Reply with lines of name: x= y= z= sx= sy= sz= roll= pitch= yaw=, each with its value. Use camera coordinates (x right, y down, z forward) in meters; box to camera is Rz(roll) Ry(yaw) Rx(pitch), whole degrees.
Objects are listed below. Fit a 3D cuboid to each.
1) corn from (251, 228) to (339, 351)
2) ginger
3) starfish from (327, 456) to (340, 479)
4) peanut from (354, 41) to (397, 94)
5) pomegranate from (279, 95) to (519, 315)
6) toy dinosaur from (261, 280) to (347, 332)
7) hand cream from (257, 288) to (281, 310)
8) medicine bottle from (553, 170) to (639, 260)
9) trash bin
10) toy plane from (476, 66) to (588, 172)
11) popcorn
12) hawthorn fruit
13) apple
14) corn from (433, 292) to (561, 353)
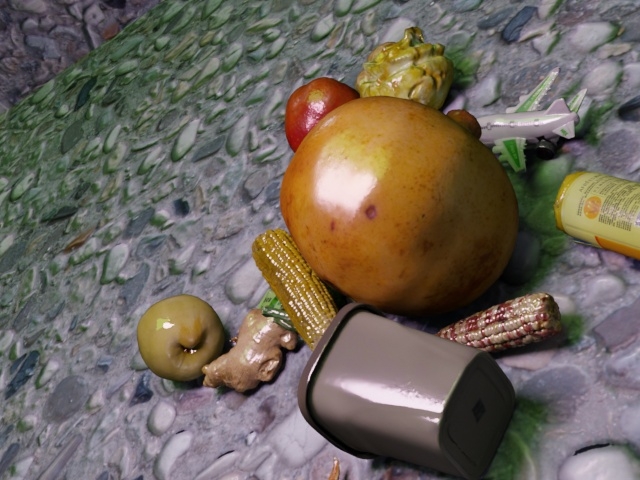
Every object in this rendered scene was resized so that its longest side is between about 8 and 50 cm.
corn: x=-0.041 y=0.085 z=1.658 sx=0.097 sy=0.097 sz=0.320 roll=-40 pitch=46 yaw=7
ginger: x=-0.142 y=0.233 z=1.804 sx=0.213 sy=0.074 sz=0.137 roll=-47 pitch=52 yaw=0
starfish: x=-0.037 y=0.489 z=1.422 sx=0.293 sy=0.084 sz=0.301 roll=-38 pitch=30 yaw=12
peanut: x=0.145 y=-0.410 z=2.200 sx=0.089 sy=0.089 sz=0.192 roll=-6 pitch=50 yaw=43
pomegranate: x=0.142 y=-0.063 z=1.575 sx=0.417 sy=0.416 sz=0.416 roll=-28 pitch=37 yaw=23
toy dinosaur: x=0.054 y=0.158 z=1.704 sx=0.301 sy=0.087 sz=0.447 roll=17 pitch=42 yaw=20
hand cream: x=-0.077 y=0.145 z=1.866 sx=0.175 sy=0.046 sz=0.095 roll=5 pitch=60 yaw=48
medicine bottle: x=0.475 y=-0.036 z=1.419 sx=0.124 sy=0.124 sz=0.239 roll=-51 pitch=33 yaw=-10
trash bin: x=0.140 y=0.237 z=1.396 sx=0.250 sy=0.219 sz=0.219 roll=9 pitch=61 yaw=43
toy plane: x=0.383 y=-0.208 z=1.717 sx=0.255 sy=0.101 sz=0.251 roll=-10 pitch=47 yaw=46
popcorn: x=0.188 y=-0.352 z=2.009 sx=0.221 sy=0.183 sz=0.204 roll=-18 pitch=27 yaw=54
hawthorn fruit: x=0.004 y=-0.255 z=2.101 sx=0.197 sy=0.196 sz=0.225 roll=3 pitch=71 yaw=48
apple: x=-0.297 y=0.205 z=1.918 sx=0.200 sy=0.200 sz=0.200 roll=-28 pitch=37 yaw=23
corn: x=0.278 y=0.146 z=1.459 sx=0.237 sy=0.079 sz=0.079 roll=-26 pitch=37 yaw=39
